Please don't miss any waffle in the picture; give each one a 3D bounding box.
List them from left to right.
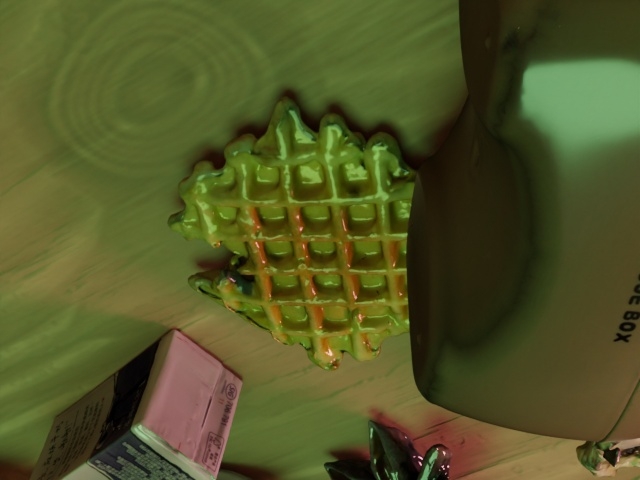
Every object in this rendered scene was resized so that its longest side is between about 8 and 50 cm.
[{"bbox_3d":[0.000,0.002,1.048,0.261,0.056,0.250,34,126,-16],"label":"waffle"}]

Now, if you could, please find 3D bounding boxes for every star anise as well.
[{"bbox_3d":[0.088,0.288,1.225,0.262,0.081,0.230,-23,98,40],"label":"star anise"}]

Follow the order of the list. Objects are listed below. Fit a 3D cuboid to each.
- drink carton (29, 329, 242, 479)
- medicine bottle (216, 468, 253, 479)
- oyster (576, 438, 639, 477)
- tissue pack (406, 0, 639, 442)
[{"bbox_3d":[-0.195,0.208,1.197,0.102,0.134,0.222,40,125,-23],"label":"drink carton"},{"bbox_3d":[-0.113,0.425,1.327,0.189,0.190,0.332,0,129,9],"label":"medicine bottle"},{"bbox_3d":[0.334,0.111,1.052,0.201,0.107,0.354,6,141,-37],"label":"oyster"},{"bbox_3d":[0.216,-0.050,0.828,0.276,0.267,0.387,4,131,-6],"label":"tissue pack"}]
